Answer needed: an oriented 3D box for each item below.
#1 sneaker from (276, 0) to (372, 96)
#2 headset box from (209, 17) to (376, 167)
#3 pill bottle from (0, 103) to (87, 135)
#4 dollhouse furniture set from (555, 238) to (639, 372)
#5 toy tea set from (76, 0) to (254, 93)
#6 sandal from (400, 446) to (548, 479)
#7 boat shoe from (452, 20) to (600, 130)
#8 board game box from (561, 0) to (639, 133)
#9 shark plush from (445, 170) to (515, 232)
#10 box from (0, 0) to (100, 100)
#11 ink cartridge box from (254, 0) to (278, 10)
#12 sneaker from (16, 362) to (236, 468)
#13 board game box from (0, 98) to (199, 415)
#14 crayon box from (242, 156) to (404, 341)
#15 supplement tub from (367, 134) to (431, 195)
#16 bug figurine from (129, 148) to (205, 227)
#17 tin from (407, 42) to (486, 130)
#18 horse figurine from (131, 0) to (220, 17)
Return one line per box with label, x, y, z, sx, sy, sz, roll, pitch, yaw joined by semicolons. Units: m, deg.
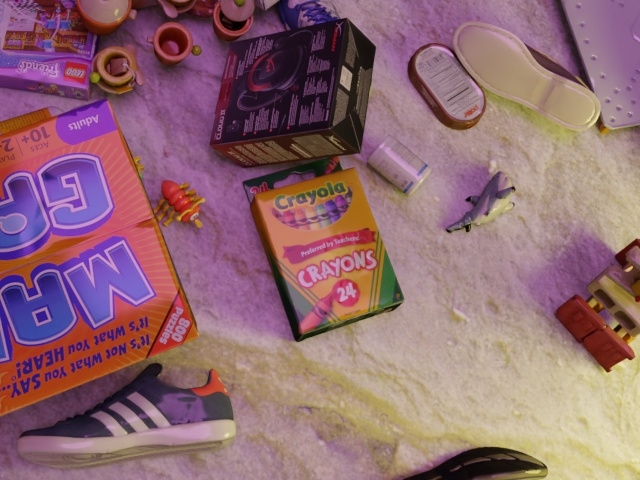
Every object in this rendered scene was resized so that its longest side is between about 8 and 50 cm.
sneaker;0.019;-0.400;1.877;0.112;0.131;0.296;-30;80;-16
headset box;-0.063;-0.258;1.764;0.293;0.110;0.218;-5;67;33
pill bottle;-0.493;-0.165;1.711;0.208;0.117;0.117;-20;78;-17
dollhouse furniture set;0.581;0.079;1.717;0.201;0.374;0.152;-39;80;-17
toy tea set;-0.282;-0.407;1.766;0.336;0.124;0.200;-25;89;-18
sandal;0.247;0.433;1.694;0.303;0.120;0.086;-16;105;-13
boat shoe;0.407;-0.330;1.950;0.324;0.097;0.116;31;110;3
board game box;0.702;-0.432;2.063;0.390;0.050;0.390;-11;75;-14
shark plush;0.309;-0.064;1.890;0.161;0.073;0.067;-43;65;1
box;-0.555;-0.378;1.795;0.293;0.057;0.201;9;72;-9
ink cartridge box;-0.086;-0.557;1.891;0.218;0.092;0.158;-39;51;-20
sneaker;-0.319;0.283;1.616;0.350;0.131;0.148;-3;67;-18
board game box;-0.413;0.037;1.483;0.357;0.356;0.356;-21;91;-8
crayon box;0.000;0.000;1.779;0.202;0.081;0.318;-17;77;-15
supplement tub;0.149;-0.141;1.856;0.107;0.071;0.071;41;70;3
bug figurine;-0.351;-0.042;1.727;0.216;0.072;0.279;45;71;4
tin;0.251;-0.306;1.945;0.106;0.040;0.189;-34;82;-14
horse figurine;-0.322;-0.502;1.871;0.263;0.066;0.174;-3;77;-20
